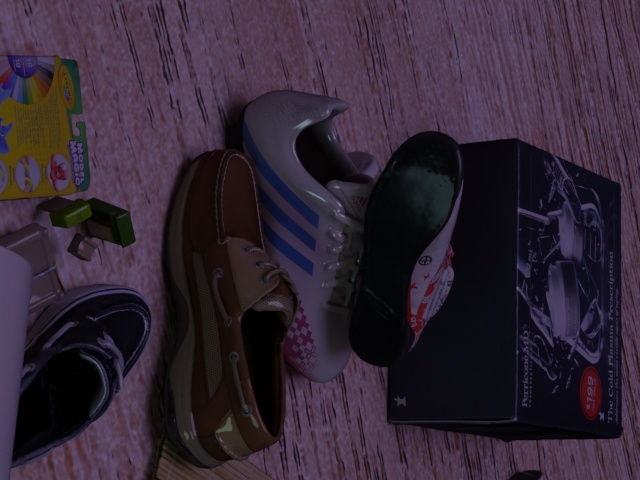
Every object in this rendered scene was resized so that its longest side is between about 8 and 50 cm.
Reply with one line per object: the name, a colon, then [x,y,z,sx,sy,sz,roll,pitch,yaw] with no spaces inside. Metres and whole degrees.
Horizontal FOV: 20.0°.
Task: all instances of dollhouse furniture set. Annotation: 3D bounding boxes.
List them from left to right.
dollhouse furniture set: [-0.246,0.007,1.655,0.151,0.058,0.076,-30,121,-35]

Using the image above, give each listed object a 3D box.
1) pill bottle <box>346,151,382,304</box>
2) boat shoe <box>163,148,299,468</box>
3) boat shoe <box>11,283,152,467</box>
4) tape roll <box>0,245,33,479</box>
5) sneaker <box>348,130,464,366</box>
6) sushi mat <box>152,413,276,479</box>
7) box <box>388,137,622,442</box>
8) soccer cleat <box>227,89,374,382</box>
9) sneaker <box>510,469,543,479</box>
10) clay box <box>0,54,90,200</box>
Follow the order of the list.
pill bottle: [0.045,-0.007,2.057,0.094,0.094,0.169,-51,129,-48]
boat shoe: [-0.076,0.066,1.818,0.122,0.120,0.324,25,60,-55]
boat shoe: [-0.222,0.120,1.605,0.301,0.102,0.108,-33,114,-55]
tape roll: [-0.335,0.089,1.294,0.246,0.246,0.169,26,65,-54]
sneaker: [0.102,-0.008,1.940,0.145,0.090,0.270,-44,150,-64]
sushi mat: [-0.086,0.301,1.879,0.316,0.019,0.151,43,53,-47]
box: [0.239,0.073,2.282,0.312,0.179,0.343,14,74,-55]
soccer cleat: [0.000,0.000,1.938,0.116,0.143,0.331,-36,117,-54]
sneaker: [0.264,0.362,2.404,0.152,0.053,0.061,-37,120,-54]
clay box: [-0.288,-0.096,1.571,0.222,0.053,0.127,-7,92,-59]
